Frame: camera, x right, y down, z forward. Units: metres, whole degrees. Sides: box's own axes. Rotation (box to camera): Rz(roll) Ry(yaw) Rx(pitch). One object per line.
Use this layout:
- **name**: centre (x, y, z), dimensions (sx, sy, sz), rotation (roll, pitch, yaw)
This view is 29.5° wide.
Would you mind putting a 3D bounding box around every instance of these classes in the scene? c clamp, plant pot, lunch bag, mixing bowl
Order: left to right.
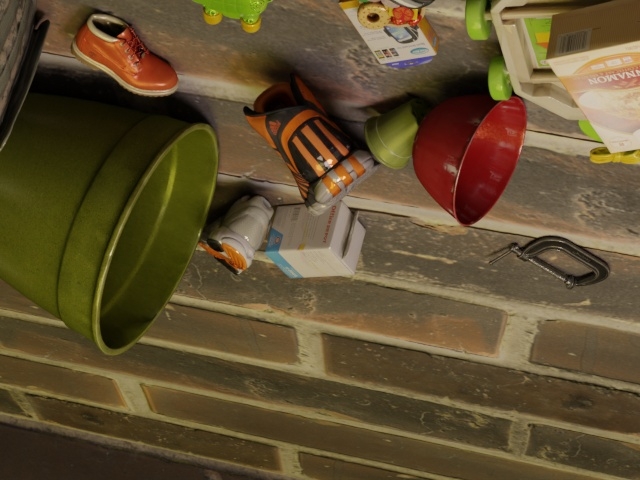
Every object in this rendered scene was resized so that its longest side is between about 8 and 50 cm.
- **lunch bag**: centre (-0.464, -0.242, 1.600), dimensions (0.168, 0.235, 0.287), rotation (9, 152, 5)
- **plant pot**: centre (-0.391, -0.066, 1.821), dimensions (0.353, 0.366, 0.366), rotation (23, 154, 11)
- **plant pot**: centre (0.116, -0.153, 1.659), dimensions (0.083, 0.083, 0.079), rotation (30, 136, -26)
- **mixing bowl**: centre (0.185, -0.121, 1.602), dimensions (0.098, 0.181, 0.181), rotation (27, 159, 28)
- **c clamp**: centre (0.372, 0.037, 1.932), dimensions (0.160, 0.022, 0.137), rotation (26, 145, -16)

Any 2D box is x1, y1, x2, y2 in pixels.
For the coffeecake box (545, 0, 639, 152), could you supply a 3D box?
- **coffeecake box**: centre (0.354, -0.182, 1.339), dimensions (0.142, 0.068, 0.185), rotation (-8, 146, 35)

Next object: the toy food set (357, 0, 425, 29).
- **toy food set**: centre (0.083, -0.278, 1.437), dimensions (0.083, 0.020, 0.083), rotation (10, 151, 8)

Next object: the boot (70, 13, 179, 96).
- **boot**: centre (-0.260, -0.255, 1.671), dimensions (0.158, 0.059, 0.084), rotation (24, 146, -15)

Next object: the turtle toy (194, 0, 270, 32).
- **turtle toy**: centre (-0.118, -0.313, 1.481), dimensions (0.130, 0.066, 0.095), rotation (13, 152, 5)

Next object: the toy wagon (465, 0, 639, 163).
- **toy wagon**: centre (0.330, -0.212, 1.444), dimensions (0.267, 0.068, 0.344), rotation (2, 150, 23)

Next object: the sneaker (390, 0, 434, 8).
- **sneaker**: centre (0.093, -0.344, 1.304), dimensions (0.132, 0.086, 0.228), rotation (-14, 140, 39)

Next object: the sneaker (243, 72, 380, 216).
- **sneaker**: centre (-0.013, -0.141, 1.705), dimensions (0.180, 0.124, 0.321), rotation (51, 175, 3)

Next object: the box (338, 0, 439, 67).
- **box**: centre (0.089, -0.266, 1.507), dimensions (0.081, 0.028, 0.136), rotation (-4, 148, 30)

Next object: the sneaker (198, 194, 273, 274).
- **sneaker**: centre (-0.130, -0.017, 2.006), dimensions (0.099, 0.121, 0.262), rotation (40, 170, -12)

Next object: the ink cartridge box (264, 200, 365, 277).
- **ink cartridge box**: centre (0.000, 0.000, 1.966), dimensions (0.143, 0.092, 0.090), rotation (-3, 148, 31)
